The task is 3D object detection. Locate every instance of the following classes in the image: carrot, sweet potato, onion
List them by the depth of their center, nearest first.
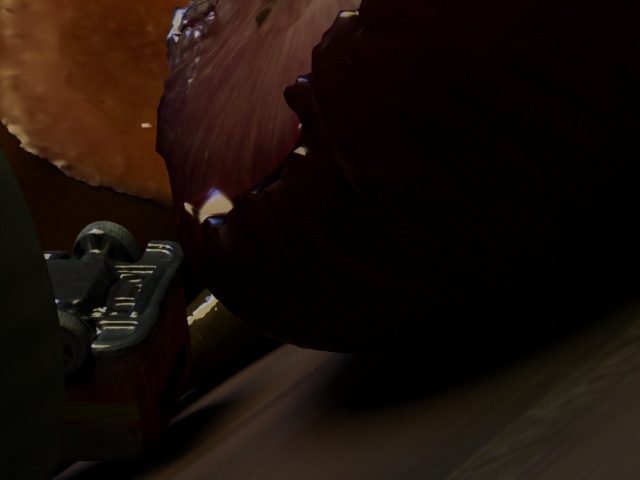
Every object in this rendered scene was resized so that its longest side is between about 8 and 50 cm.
[{"bbox_3d":[0.040,-0.069,0.620,0.248,0.161,0.248,-31,28,18],"label":"onion"},{"bbox_3d":[-0.001,0.000,0.795,0.249,0.059,0.069,-39,-8,-36],"label":"sweet potato"},{"bbox_3d":[-0.121,-0.051,0.977,0.193,0.214,0.331,-20,-14,-24],"label":"carrot"}]

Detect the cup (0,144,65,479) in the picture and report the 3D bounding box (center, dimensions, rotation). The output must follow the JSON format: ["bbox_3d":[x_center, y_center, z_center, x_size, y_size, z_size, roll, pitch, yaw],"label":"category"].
[{"bbox_3d":[-0.330,0.067,0.518,0.401,0.310,0.392,13,27,33],"label":"cup"}]

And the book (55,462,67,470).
[{"bbox_3d":[-0.214,0.108,0.810,0.283,0.025,0.215,-33,25,-33],"label":"book"}]

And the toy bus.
[{"bbox_3d":[-0.137,0.043,0.708,0.174,0.077,0.079,-1,31,14],"label":"toy bus"}]
